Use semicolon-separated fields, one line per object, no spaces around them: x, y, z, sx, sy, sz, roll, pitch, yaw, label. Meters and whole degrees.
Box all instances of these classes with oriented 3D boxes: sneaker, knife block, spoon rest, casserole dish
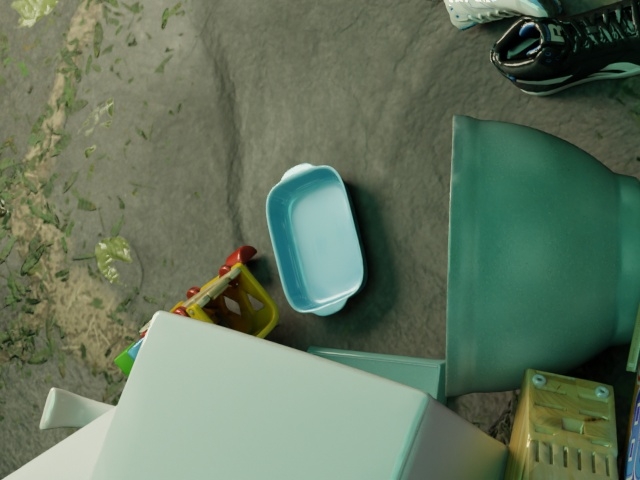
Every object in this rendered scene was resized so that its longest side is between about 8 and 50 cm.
0.192;-0.271;1.881;0.190;0.071;0.083;33;106;40;sneaker
0.209;0.295;1.578;0.088;0.276;0.242;12;129;-3;knife block
0.287;-0.216;1.774;0.216;0.121;0.079;-21;72;27;sneaker
-0.207;0.248;2.038;0.276;0.084;0.137;19;93;19;spoon rest
0.000;0.000;1.965;0.114;0.037;0.188;-23;72;26;casserole dish

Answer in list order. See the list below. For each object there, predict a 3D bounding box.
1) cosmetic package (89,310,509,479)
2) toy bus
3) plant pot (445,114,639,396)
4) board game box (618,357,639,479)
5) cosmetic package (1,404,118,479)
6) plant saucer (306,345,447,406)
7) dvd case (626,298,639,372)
-0.002;0.311;1.673;0.329;0.393;0.327;15;78;32;cosmetic package
-0.134;0.110;1.984;0.191;0.202;0.104;-39;94;13;toy bus
0.229;0.017;1.703;0.196;0.293;0.293;1;82;5;plant pot
0.441;0.259;1.395;0.356;0.356;0.356;9;87;6;board game box
-0.194;0.321;1.779;0.097;0.377;0.285;12;118;33;cosmetic package
0.060;0.163;1.913;0.192;0.018;0.067;4;84;33;plant saucer
0.389;0.035;1.650;0.018;0.164;0.221;7;85;56;dvd case
